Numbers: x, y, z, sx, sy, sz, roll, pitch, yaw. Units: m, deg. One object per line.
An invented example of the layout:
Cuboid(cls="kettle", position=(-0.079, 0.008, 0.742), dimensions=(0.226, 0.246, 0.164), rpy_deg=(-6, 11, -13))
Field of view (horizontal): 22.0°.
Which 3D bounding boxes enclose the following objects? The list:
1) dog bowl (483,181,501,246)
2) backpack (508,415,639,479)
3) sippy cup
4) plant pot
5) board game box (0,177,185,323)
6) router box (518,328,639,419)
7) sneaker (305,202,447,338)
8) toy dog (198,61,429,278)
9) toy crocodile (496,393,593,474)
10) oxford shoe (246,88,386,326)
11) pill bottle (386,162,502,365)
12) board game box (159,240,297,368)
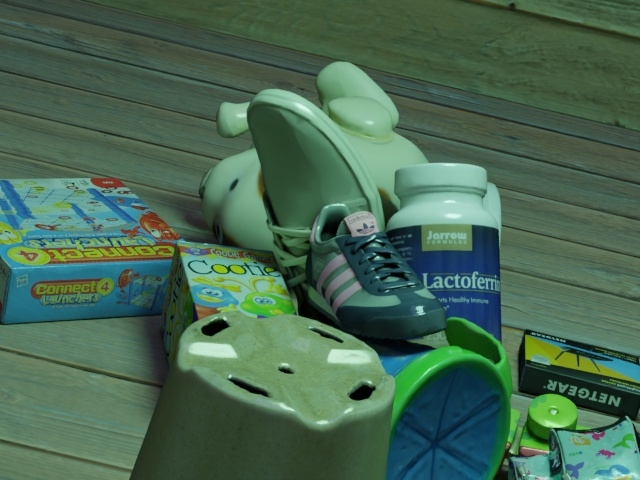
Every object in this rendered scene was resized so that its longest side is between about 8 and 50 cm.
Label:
Cuboid(cls="dog bowl", position=(0.182, 0.038, 2.398), dimensions=(0.104, 0.265, 0.265), rpy_deg=(9, 22, -5))
Cuboid(cls="backpack", position=(0.306, 0.341, 1.791), dimensions=(0.191, 0.225, 0.253), rpy_deg=(-12, 30, -4))
Cuboid(cls="sippy cup", position=(0.072, 0.211, 1.981), dimensions=(0.305, 0.240, 0.224), rpy_deg=(2, 15, -44))
Cuboid(cls="plant pot", position=(-0.061, 0.251, 1.676), dimensions=(0.333, 0.306, 0.334), rpy_deg=(12, 21, -5))
Cuboid(cls="board game box", position=(-0.372, 0.007, 2.391), dimensions=(0.308, 0.086, 0.302), rpy_deg=(-2, 26, -35))
Cuboid(cls="router box", position=(0.382, 0.196, 2.423), dimensions=(0.178, 0.046, 0.133), rpy_deg=(14, 22, 1))
Cuboid(cls="sneaker", position=(0.057, 0.036, 2.021), dimensions=(0.112, 0.131, 0.319), rpy_deg=(-7, 13, -23))
Cuboid(cls="toy dog", position=(-0.022, -0.060, 2.584), dimensions=(0.395, 0.285, 0.408), rpy_deg=(41, 32, 17))
Cuboid(cls="toy crocodile", position=(0.229, 0.254, 2.105), dimensions=(0.340, 0.115, 0.105), rpy_deg=(15, 41, 8))
Cuboid(cls="oxford shoe", position=(0.000, 0.000, 2.226), dimensions=(0.169, 0.449, 0.130), rpy_deg=(11, 43, 39))
Cuboid(cls="pill bottle", position=(0.162, 0.037, 2.186), dimensions=(0.153, 0.265, 0.153), rpy_deg=(-1, -8, 0))
Cuboid(cls="board game box", position=(-0.120, 0.124, 2.173), dimensions=(0.142, 0.144, 0.275), rpy_deg=(7, 22, -14))
